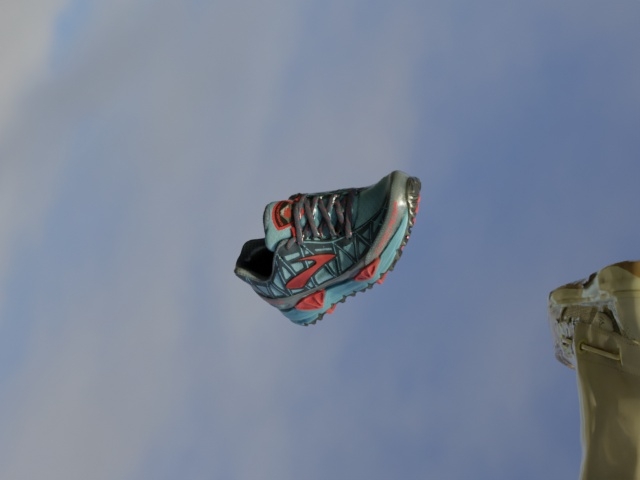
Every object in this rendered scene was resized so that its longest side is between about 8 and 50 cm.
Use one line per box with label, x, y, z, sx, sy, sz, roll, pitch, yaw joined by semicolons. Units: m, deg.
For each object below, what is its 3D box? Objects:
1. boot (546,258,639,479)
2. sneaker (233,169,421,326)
boot;0.212;0.131;1.320;0.262;0.095;0.203;124;-30;-78
sneaker;0.000;0.000;1.955;0.262;0.125;0.104;-40;-153;43
